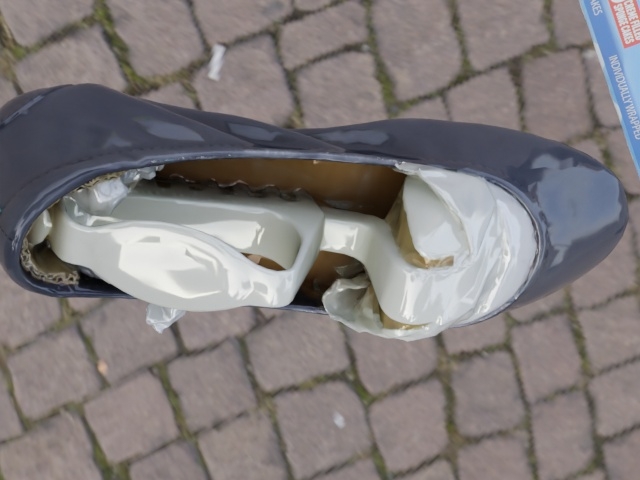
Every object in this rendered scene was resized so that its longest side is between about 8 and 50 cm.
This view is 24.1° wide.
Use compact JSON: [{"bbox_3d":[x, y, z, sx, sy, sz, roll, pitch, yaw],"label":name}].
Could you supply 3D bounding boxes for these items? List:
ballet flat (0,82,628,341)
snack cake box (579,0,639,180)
[{"bbox_3d":[0.000,0.000,0.437,0.203,0.074,0.074,7,102,-13],"label":"ballet flat"},{"bbox_3d":[0.267,-0.057,0.859,0.089,0.152,0.264,-20,91,-53],"label":"snack cake box"}]
